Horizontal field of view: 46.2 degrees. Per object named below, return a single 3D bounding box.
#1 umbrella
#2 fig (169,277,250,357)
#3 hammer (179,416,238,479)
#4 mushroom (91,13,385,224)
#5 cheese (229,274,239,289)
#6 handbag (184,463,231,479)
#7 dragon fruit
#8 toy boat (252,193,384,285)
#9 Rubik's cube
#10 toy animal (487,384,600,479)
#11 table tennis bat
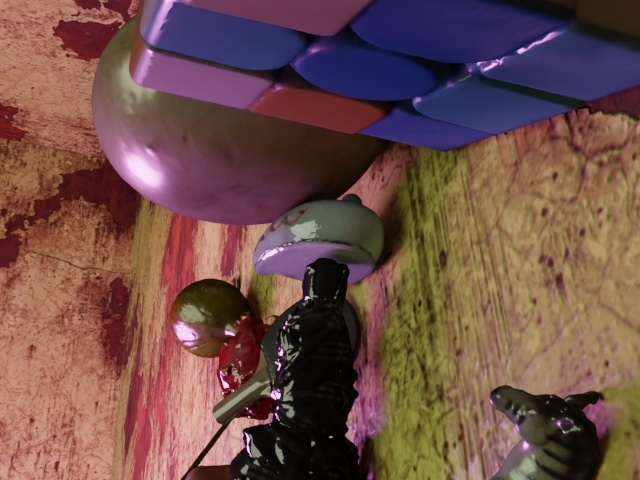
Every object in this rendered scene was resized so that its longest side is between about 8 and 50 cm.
[{"bbox_3d":[-0.028,0.194,0.872,0.128,0.154,0.336,32,-125,-67],"label":"umbrella"},{"bbox_3d":[-0.181,0.156,1.336,0.259,0.151,0.151,-156,76,-65],"label":"fig"},{"bbox_3d":[-0.194,0.351,1.217,0.292,0.029,0.058,-50,-13,-49],"label":"hammer"},{"bbox_3d":[-0.092,-0.181,0.918,0.362,0.362,0.294,138,130,-60],"label":"mushroom"},{"bbox_3d":[-0.181,0.125,1.523,0.047,0.017,0.111,-173,92,-73],"label":"cheese"},{"bbox_3d":[-0.152,0.503,1.095,0.283,0.149,0.302,-103,31,-42],"label":"handbag"},{"bbox_3d":[-0.087,0.184,1.097,0.136,0.133,0.166,-29,48,13],"label":"dragon fruit"},{"bbox_3d":[0.000,0.000,0.924,0.208,0.134,0.078,-34,40,58],"label":"toy boat"},{"bbox_3d":[0.057,-0.289,0.596,0.344,0.347,0.346,173,107,-70],"label":"Rubik's cube"},{"bbox_3d":[0.144,0.222,0.534,0.176,0.073,0.216,-38,49,41],"label":"toy animal"},{"bbox_3d":[-0.048,0.164,0.976,0.246,0.022,0.138,-40,47,17],"label":"table tennis bat"}]
